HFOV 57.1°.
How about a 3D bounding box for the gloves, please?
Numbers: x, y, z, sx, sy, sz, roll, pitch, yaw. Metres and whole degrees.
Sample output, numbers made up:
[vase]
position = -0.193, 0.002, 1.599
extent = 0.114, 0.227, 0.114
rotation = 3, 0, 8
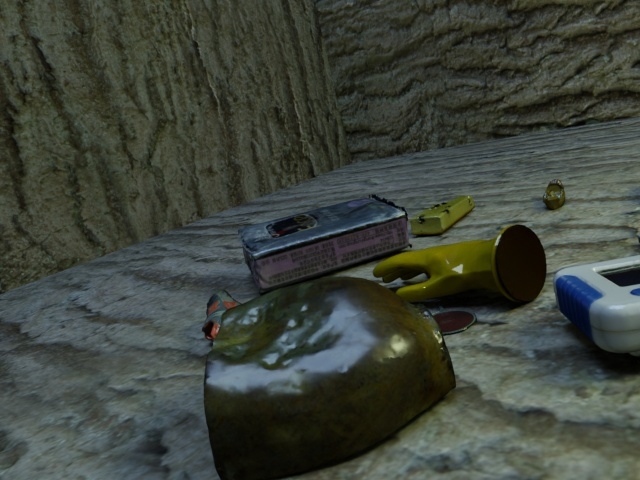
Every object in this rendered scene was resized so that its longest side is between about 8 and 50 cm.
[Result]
[gloves]
position = 0.215, 0.051, 0.985
extent = 0.133, 0.116, 0.294
rotation = 14, -15, -34

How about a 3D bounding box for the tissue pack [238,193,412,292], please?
[tissue pack]
position = 0.000, 0.000, 1.369
extent = 0.361, 0.122, 0.259
rotation = -14, 15, -10

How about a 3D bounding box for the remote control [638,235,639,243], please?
[remote control]
position = 0.548, 0.009, 0.911
extent = 0.043, 0.027, 0.152
rotation = -19, 10, 8

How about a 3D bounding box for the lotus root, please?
[lotus root]
position = 0.016, 0.132, 0.692
extent = 0.260, 0.149, 0.267
rotation = -13, 15, 8

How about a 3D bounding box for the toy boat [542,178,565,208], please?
[toy boat]
position = 0.550, -0.109, 1.387
extent = 0.047, 0.049, 0.149
rotation = -7, 14, 28

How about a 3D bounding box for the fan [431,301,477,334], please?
[fan]
position = 0.189, 0.115, 0.892
extent = 0.085, 0.005, 0.133
rotation = -14, 13, 5

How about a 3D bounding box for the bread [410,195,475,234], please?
[bread]
position = 0.309, -0.066, 1.474
extent = 0.088, 0.049, 0.226
rotation = -6, 14, 35

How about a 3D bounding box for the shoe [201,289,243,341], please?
[shoe]
position = -0.181, 0.142, 1.054
extent = 0.077, 0.074, 0.194
rotation = -25, 17, -22

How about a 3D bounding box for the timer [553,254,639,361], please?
[timer]
position = 0.420, 0.065, 0.679
extent = 0.253, 0.078, 0.178
rotation = -11, 10, 6
